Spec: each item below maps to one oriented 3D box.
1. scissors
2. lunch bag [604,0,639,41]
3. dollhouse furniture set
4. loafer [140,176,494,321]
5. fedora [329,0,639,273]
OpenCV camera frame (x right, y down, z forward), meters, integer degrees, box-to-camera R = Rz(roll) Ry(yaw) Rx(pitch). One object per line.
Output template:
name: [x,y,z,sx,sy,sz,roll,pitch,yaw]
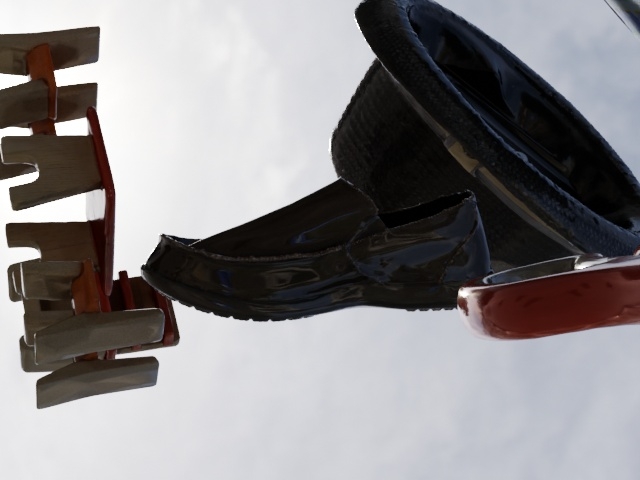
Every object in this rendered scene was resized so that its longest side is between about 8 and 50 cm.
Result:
scissors: [0.089,0.013,0.343,0.297,0.109,0.021,-46,125,-87]
lunch bag: [0.315,-0.190,1.189,0.090,0.176,0.219,-56,-144,-8]
dollhouse furniture set: [-0.174,0.001,1.206,0.259,0.135,0.262,106,-28,-58]
loafer: [0.000,0.000,0.919,0.080,0.220,0.078,-154,-116,-65]
fedora: [0.127,-0.053,1.296,0.152,0.334,0.334,-47,-124,23]
